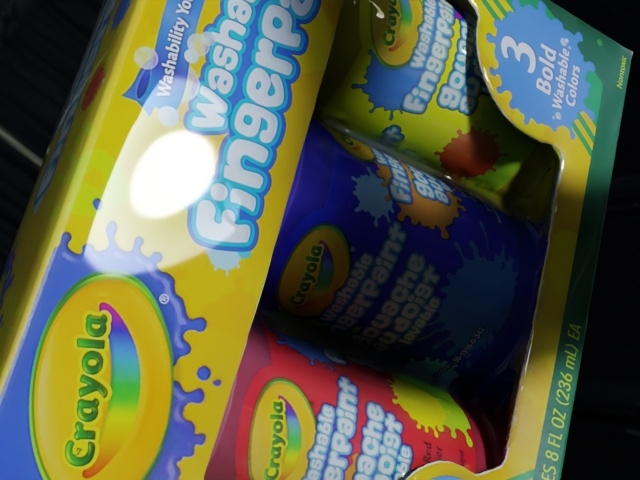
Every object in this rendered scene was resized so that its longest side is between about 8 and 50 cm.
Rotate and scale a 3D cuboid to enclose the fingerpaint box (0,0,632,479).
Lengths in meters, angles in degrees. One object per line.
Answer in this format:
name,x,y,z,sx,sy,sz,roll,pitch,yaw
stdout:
fingerpaint box,0.000,0.000,0.643,0.163,0.371,0.444,-18,-128,59
